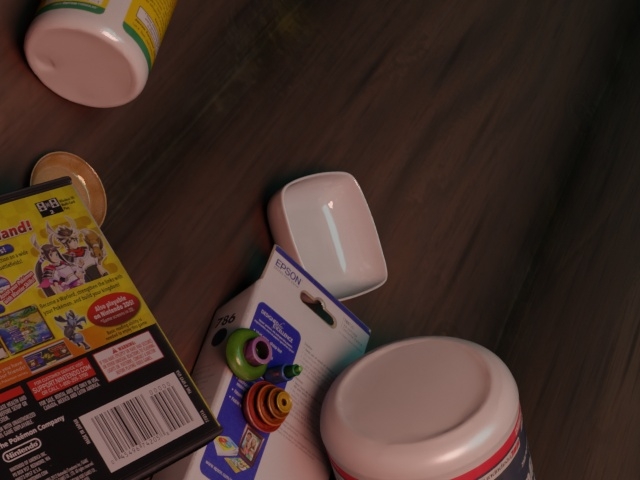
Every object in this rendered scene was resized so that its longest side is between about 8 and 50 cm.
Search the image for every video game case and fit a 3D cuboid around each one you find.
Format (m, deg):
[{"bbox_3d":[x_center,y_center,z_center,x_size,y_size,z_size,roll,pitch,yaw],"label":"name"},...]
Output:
[{"bbox_3d":[-0.234,0.091,0.867,0.275,0.035,0.248,-23,76,-47],"label":"video game case"}]

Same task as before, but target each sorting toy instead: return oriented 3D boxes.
[{"bbox_3d":[-0.047,0.127,1.109,0.061,0.042,0.102,-9,81,-50],"label":"sorting toy"}]

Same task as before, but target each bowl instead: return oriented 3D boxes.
[{"bbox_3d":[0.000,0.000,1.307,0.142,0.053,0.142,-15,86,-50],"label":"bowl"}]

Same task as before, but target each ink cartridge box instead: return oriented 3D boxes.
[{"bbox_3d":[-0.057,0.182,1.157,0.165,0.065,0.333,43,48,-28],"label":"ink cartridge box"}]

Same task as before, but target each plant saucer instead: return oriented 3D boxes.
[{"bbox_3d":[-0.234,-0.040,1.089,0.083,0.015,0.083,22,58,-41],"label":"plant saucer"}]

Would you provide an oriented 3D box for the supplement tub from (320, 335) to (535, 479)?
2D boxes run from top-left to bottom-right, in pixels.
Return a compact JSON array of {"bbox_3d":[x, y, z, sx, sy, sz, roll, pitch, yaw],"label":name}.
[{"bbox_3d":[0.118,0.249,1.174,0.191,0.191,0.272,-55,138,-45],"label":"supplement tub"}]

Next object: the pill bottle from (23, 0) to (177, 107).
[{"bbox_3d":[-0.196,-0.239,1.137,0.117,0.117,0.208,38,49,-32],"label":"pill bottle"}]
